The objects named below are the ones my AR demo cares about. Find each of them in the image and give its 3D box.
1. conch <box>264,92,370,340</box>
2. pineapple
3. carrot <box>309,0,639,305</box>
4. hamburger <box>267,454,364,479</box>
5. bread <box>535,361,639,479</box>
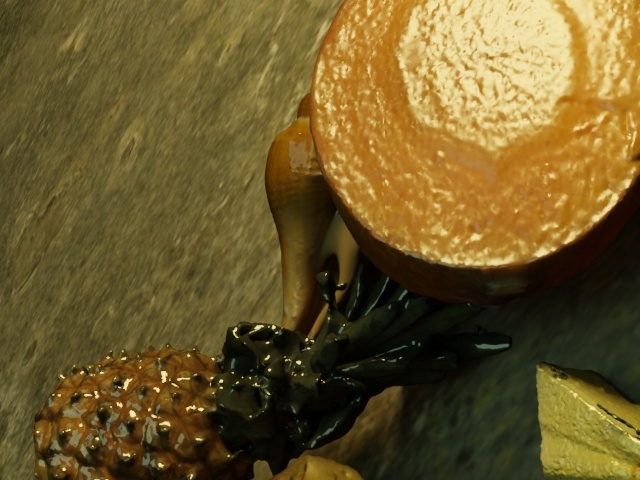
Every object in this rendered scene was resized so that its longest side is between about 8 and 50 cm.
[{"bbox_3d":[0.002,-0.001,0.827,0.109,0.093,0.330,11,109,16],"label":"conch"},{"bbox_3d":[-0.035,0.117,0.724,0.364,0.165,0.165,-23,54,8],"label":"pineapple"},{"bbox_3d":[0.115,-0.095,0.656,0.258,0.100,0.307,-16,57,21],"label":"carrot"},{"bbox_3d":[-0.021,0.275,0.625,0.163,0.244,0.244,-31,54,28],"label":"hamburger"},{"bbox_3d":[0.189,0.109,0.556,0.109,0.084,0.080,-14,67,47],"label":"bread"}]
